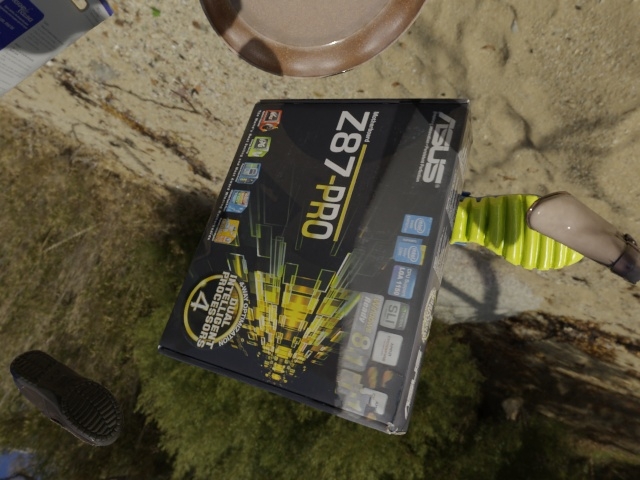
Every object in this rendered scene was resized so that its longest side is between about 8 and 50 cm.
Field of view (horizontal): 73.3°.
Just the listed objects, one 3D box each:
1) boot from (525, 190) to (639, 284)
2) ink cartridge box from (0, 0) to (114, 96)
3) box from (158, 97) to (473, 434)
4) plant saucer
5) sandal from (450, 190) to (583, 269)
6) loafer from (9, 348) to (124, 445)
[{"bbox_3d":[0.234,0.001,0.365,0.118,0.042,0.087,1,-140,-41],"label":"boot"},{"bbox_3d":[-0.398,-0.208,0.472,0.065,0.332,0.165,52,174,-12],"label":"ink cartridge box"},{"bbox_3d":[0.000,0.000,0.562,0.318,0.395,0.097,10,161,25],"label":"box"},{"bbox_3d":[0.000,-0.344,0.536,0.310,0.050,0.310,-10,152,-6],"label":"plant saucer"},{"bbox_3d":[0.301,-0.036,0.764,0.317,0.126,0.138,14,-162,21],"label":"sandal"},{"bbox_3d":[-0.436,0.277,0.748,0.220,0.078,0.080,38,-143,5],"label":"loafer"}]
